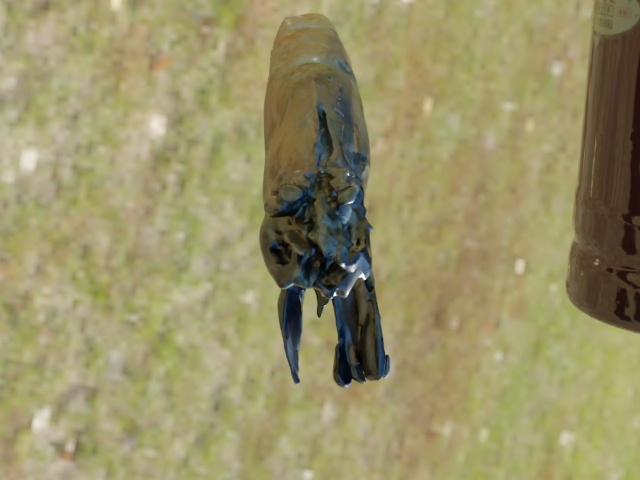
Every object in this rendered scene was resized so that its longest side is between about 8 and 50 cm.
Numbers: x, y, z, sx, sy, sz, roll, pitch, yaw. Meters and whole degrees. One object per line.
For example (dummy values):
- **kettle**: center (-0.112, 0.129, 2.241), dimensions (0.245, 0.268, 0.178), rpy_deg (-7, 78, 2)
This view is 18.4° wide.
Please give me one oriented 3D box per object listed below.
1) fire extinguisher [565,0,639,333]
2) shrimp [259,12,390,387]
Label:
- **fire extinguisher**: center (0.178, -0.130, 0.924), dimensions (0.114, 0.135, 0.337), rpy_deg (-20, 120, -55)
- **shrimp**: center (0.000, 0.000, 0.786), dimensions (0.219, 0.046, 0.152), rpy_deg (-91, 176, -66)
